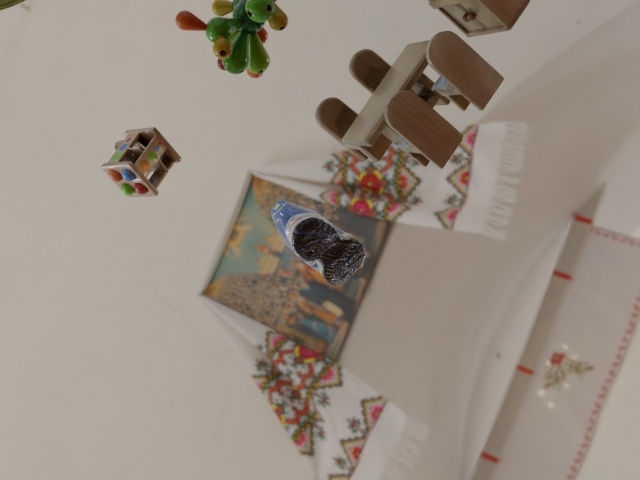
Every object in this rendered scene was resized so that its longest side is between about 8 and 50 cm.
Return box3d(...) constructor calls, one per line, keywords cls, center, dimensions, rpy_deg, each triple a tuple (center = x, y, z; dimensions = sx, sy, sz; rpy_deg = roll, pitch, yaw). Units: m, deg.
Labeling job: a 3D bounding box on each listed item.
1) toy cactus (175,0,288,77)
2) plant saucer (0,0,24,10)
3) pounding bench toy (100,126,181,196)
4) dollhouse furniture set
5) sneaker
box3d(cls="toy cactus", center=(-0.080, -0.273, 0.931), dimensions=(0.219, 0.112, 0.180), rpy_deg=(-170, 100, -86))
box3d(cls="plant saucer", center=(-0.382, -0.336, 0.887), dimensions=(0.241, 0.037, 0.241), rpy_deg=(5, -107, -15))
box3d(cls="pounding bench toy", center=(-0.215, -0.085, 0.955), dimensions=(0.052, 0.083, 0.065), rpy_deg=(53, -127, -37))
box3d(cls="dollhouse furniture set", center=(0.091, -0.220, 0.946), dimensions=(0.161, 0.212, 0.242), rpy_deg=(36, -95, -21))
box3d(cls="sneaker", center=(0.000, 0.000, 1.232), dimensions=(0.080, 0.081, 0.211), rpy_deg=(-46, -34, -3))
